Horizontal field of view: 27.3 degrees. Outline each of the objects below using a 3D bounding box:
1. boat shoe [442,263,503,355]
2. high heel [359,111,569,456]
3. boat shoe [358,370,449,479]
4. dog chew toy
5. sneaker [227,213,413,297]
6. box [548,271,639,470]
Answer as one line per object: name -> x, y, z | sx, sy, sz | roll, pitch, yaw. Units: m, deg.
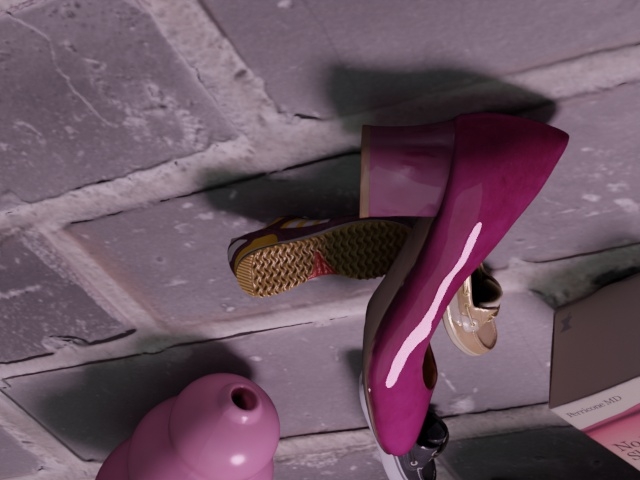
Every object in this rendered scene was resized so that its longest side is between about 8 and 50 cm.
boat shoe -> 0.154, 0.058, 1.321 | 0.059, 0.063, 0.170 | -3, 140, 27
high heel -> 0.129, 0.058, 1.218 | 0.181, 0.127, 0.377 | 0, 128, 4
boat shoe -> 0.111, 0.222, 1.536 | 0.076, 0.080, 0.229 | -4, 132, 21
dog chew toy -> -0.151, 0.280, 1.581 | 0.206, 0.207, 0.332 | 21, 134, -12
sneaker -> 0.000, 0.000, 1.295 | 0.185, 0.084, 0.070 | -9, 118, -11
box -> 0.362, 0.150, 1.331 | 0.232, 0.127, 0.148 | 33, 138, -26
